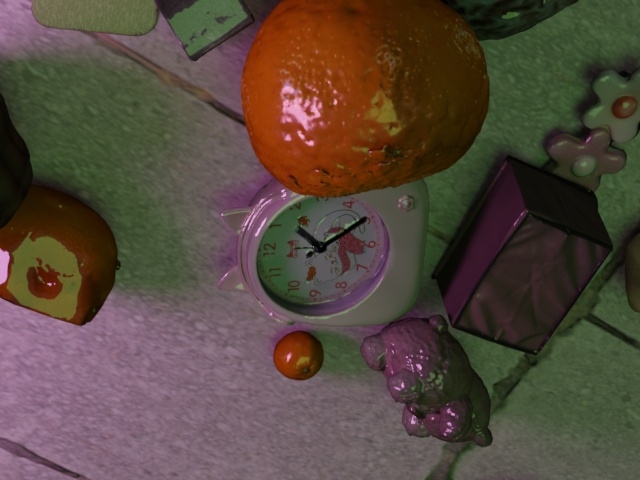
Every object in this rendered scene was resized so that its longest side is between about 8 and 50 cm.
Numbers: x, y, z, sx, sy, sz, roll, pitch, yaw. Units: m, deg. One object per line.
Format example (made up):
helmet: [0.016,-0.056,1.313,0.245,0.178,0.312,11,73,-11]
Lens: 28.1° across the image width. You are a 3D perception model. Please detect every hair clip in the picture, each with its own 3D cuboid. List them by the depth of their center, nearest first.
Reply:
hair clip: [0.446,-0.176,2.026,0.146,0.075,0.257,18,115,-28]

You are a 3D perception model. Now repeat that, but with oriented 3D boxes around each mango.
mango: [-0.403,0.006,1.850,0.236,0.136,0.166,21,95,-19]

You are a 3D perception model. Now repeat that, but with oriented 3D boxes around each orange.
orange: [0.056,-0.213,1.748,0.340,0.340,0.293,-13,90,-9]
orange: [-0.035,0.188,2.072,0.083,0.083,0.084,-6,118,-12]

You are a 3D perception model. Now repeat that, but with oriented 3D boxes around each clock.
clock: [0.000,0.000,1.968,0.324,0.109,0.265,-1,118,-14]

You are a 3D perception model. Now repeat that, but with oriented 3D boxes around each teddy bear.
teddy bear: [0.179,0.229,2.066,0.151,0.236,0.267,-33,140,-4]

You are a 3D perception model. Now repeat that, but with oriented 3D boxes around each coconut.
coconut: [0.584,0.051,2.120,0.171,0.171,0.183,40,93,-28]

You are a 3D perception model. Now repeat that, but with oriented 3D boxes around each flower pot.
flower pot: [-0.190,-0.365,1.727,0.108,0.103,0.229,-31,121,-1]

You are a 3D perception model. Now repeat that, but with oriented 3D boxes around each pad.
pad: [-0.296,-0.410,1.735,0.176,0.002,0.266,3,116,-17]

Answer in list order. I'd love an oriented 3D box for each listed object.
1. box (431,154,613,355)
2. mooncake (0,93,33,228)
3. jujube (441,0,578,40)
box: [0.319,0.031,2.027,0.188,0.153,0.252,20,120,-23]
mooncake: [-0.527,-0.091,1.680,0.290,0.290,0.161,-25,127,-1]
jujube: [0.292,-0.416,1.781,0.317,0.226,0.226,-28,120,6]
